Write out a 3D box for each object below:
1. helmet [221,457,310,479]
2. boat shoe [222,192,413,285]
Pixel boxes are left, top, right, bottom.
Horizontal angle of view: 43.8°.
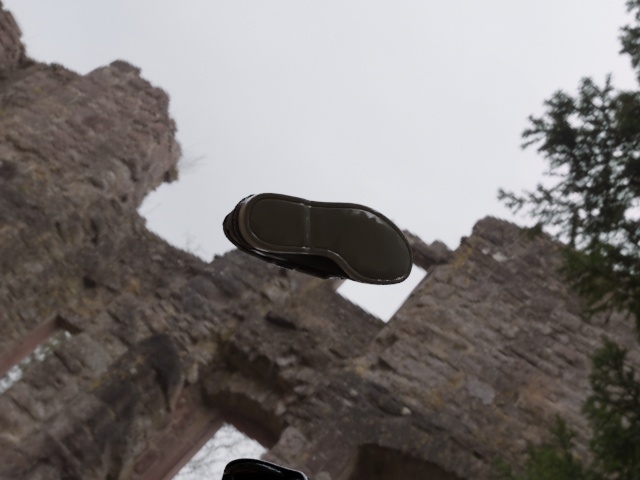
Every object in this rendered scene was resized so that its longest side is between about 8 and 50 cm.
[{"bbox_3d":[-0.074,0.396,1.109,0.161,0.169,0.169,17,-40,-2],"label":"helmet"},{"bbox_3d":[0.000,0.000,0.772,0.206,0.075,0.065,15,-16,-34],"label":"boat shoe"}]
